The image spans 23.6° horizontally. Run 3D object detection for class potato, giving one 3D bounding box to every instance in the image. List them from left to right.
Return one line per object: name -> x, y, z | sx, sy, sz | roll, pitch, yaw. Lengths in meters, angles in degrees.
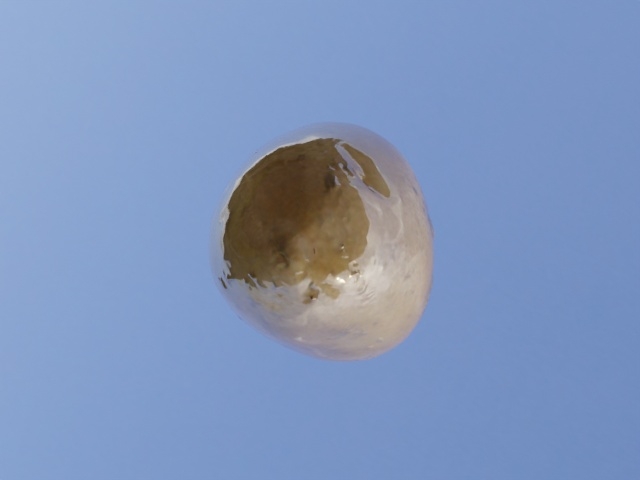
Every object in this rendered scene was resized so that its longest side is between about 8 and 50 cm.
potato -> -0.001, 0.000, 0.706 | 0.112, 0.147, 0.112 | 1, -100, -8
